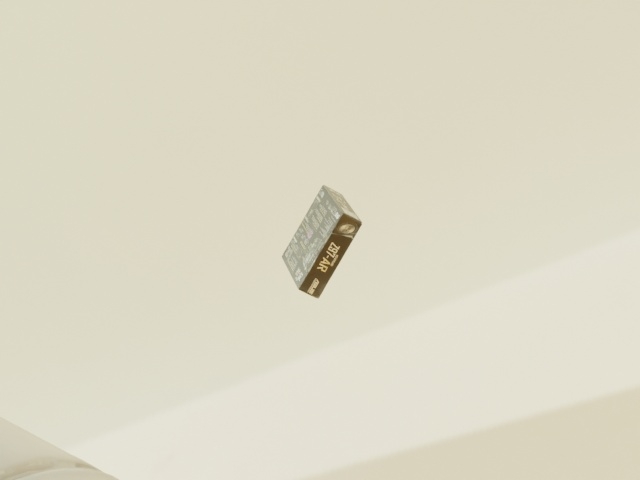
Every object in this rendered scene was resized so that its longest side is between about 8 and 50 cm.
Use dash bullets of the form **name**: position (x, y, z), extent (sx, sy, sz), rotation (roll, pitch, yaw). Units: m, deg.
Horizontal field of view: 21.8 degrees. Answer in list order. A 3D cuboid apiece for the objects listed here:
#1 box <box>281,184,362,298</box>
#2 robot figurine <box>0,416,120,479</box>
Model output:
- **box**: position (0.000, 0.000, 1.248), extent (0.018, 0.067, 0.083), rotation (27, 9, -17)
- **robot figurine**: position (-0.224, 0.218, 1.069), extent (0.353, 0.200, 0.300), rotation (17, -36, 45)
